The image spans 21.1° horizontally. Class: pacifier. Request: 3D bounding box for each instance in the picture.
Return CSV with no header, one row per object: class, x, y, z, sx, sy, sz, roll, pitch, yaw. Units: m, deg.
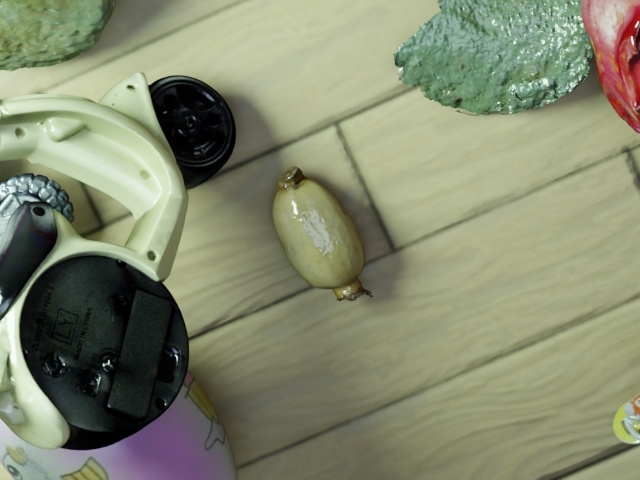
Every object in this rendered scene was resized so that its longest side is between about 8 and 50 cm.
pacifier,0.336,0.180,1.710,0.083,0.068,0.064,-37,127,7

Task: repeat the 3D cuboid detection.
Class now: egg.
egg,-0.194,0.185,1.640,0.271,0.196,0.196,31,101,-10

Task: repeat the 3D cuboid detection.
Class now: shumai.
shumai,-0.296,-0.299,1.575,0.222,0.204,0.272,-2,138,2

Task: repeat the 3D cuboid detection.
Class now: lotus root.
lotus root,0.000,0.000,1.663,0.073,0.062,0.150,-28,100,6

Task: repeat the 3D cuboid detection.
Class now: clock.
clock,-0.226,-0.004,1.529,0.276,0.120,0.379,19,61,-23

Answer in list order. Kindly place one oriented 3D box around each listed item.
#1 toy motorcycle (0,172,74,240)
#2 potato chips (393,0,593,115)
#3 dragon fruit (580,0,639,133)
toy motorcycle,-0.391,-0.058,1.629,0.307,0.108,0.173,36,103,-9
potato chips,0.189,-0.211,1.619,0.167,0.059,0.228,35,100,2
dragon fruit,0.430,-0.187,1.492,0.386,0.249,0.371,-40,123,20
